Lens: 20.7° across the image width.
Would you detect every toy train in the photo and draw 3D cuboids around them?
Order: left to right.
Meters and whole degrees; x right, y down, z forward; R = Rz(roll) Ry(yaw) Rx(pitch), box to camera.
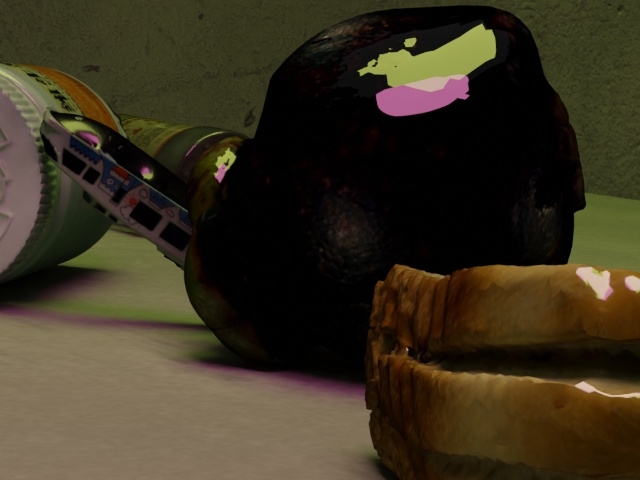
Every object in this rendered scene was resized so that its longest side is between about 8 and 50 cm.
[{"bbox_3d":[-0.093,-0.014,1.104,0.207,0.047,0.043,36,9,-13],"label":"toy train"}]

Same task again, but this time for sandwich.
[{"bbox_3d":[0.167,0.065,0.662,0.288,0.099,0.254,4,-2,-11],"label":"sandwich"}]

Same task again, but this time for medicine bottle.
[{"bbox_3d":[-0.232,-0.049,1.245,0.158,0.158,0.318,6,4,5],"label":"medicine bottle"}]

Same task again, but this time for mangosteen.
[{"bbox_3d":[0.035,-0.024,1.006,0.243,0.243,0.243,5,5,0],"label":"mangosteen"}]

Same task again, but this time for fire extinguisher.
[{"bbox_3d":[-0.213,-0.076,1.860,0.200,0.113,0.376,2,6,-29],"label":"fire extinguisher"}]
